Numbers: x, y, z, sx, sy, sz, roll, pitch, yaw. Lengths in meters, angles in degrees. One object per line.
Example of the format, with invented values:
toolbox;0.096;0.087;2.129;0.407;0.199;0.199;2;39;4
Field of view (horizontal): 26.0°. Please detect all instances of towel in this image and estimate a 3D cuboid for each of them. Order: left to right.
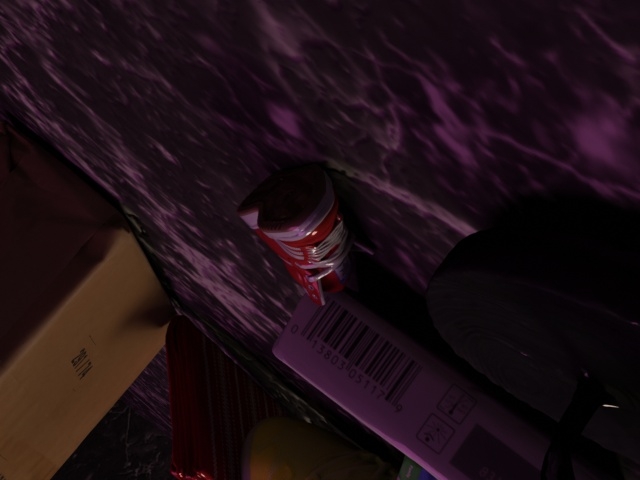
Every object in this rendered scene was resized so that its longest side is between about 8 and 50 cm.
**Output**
towel;-0.069;0.216;1.390;0.275;0.031;0.198;50;-158;-42

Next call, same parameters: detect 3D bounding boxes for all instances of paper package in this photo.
paper package;-0.300;0.097;1.261;0.168;0.309;0.325;38;168;12

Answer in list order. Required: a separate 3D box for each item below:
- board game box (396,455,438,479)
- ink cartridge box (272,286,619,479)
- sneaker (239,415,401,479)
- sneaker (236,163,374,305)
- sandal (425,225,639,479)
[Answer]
board game box;0.095;0.275;1.045;0.136;0.201;0.035;31;-154;34
ink cartridge box;0.090;0.104;0.807;0.189;0.066;0.232;35;-173;19
sneaker;0.072;0.250;1.198;0.385;0.145;0.147;34;134;38
sneaker;0.000;0.000;0.677;0.067;0.042;0.118;47;174;-12
sandal;0.186;0.125;0.421;0.446;0.107;0.167;31;164;35
